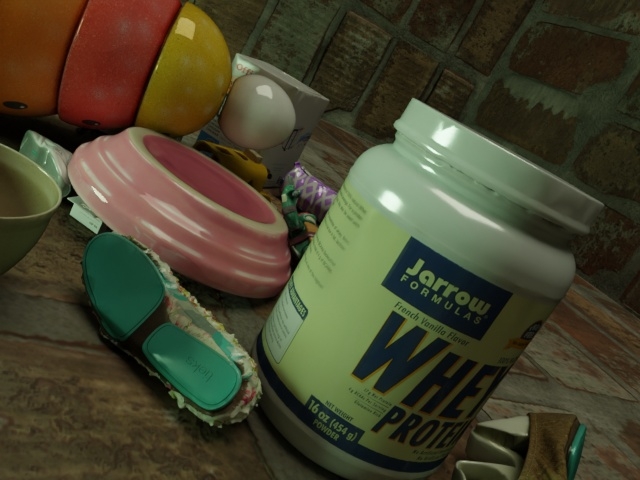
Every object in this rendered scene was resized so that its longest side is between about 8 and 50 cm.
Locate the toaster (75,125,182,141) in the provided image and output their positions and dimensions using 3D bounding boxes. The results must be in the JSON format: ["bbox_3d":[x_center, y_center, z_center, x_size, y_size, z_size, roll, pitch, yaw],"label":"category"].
[{"bbox_3d":[-0.335,-0.232,1.071,0.168,0.110,0.185,23,18,-18],"label":"toaster"}]

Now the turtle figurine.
[{"bbox_3d":[0.000,0.000,0.929,0.175,0.118,0.234,19,31,-31],"label":"turtle figurine"}]

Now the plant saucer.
[{"bbox_3d":[-0.169,-0.052,0.794,0.332,0.084,0.332,34,12,-8],"label":"plant saucer"}]

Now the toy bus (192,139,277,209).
[{"bbox_3d":[-0.147,-0.116,1.050,0.191,0.104,0.202,26,17,-10],"label":"toy bus"}]

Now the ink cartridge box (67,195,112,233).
[{"bbox_3d":[-0.278,-0.034,0.729,0.048,0.028,0.083,33,17,12],"label":"ink cartridge box"}]

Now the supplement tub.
[{"bbox_3d":[0.095,0.050,0.579,0.236,0.324,0.235,26,17,-9],"label":"supplement tub"}]

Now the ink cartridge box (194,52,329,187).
[{"bbox_3d":[-0.129,-0.257,1.264,0.171,0.232,0.168,34,17,16],"label":"ink cartridge box"}]

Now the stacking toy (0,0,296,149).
[{"bbox_3d":[-0.256,-0.265,0.855,0.480,0.350,0.350,23,18,-14],"label":"stacking toy"}]

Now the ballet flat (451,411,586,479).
[{"bbox_3d":[0.202,0.250,0.592,0.124,0.116,0.342,15,15,23],"label":"ballet flat"}]

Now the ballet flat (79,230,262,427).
[{"bbox_3d":[-0.144,0.086,0.546,0.241,0.091,0.077,43,-9,27],"label":"ballet flat"}]

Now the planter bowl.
[{"bbox_3d":[-0.317,-0.017,0.478,0.162,0.109,0.162,27,17,-9],"label":"planter bowl"}]

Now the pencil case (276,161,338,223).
[{"bbox_3d":[0.009,-0.085,1.241,0.206,0.088,0.086,35,20,16],"label":"pencil case"}]

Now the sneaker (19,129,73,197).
[{"bbox_3d":[-0.350,-0.101,0.766,0.061,0.053,0.152,16,21,-45],"label":"sneaker"}]
